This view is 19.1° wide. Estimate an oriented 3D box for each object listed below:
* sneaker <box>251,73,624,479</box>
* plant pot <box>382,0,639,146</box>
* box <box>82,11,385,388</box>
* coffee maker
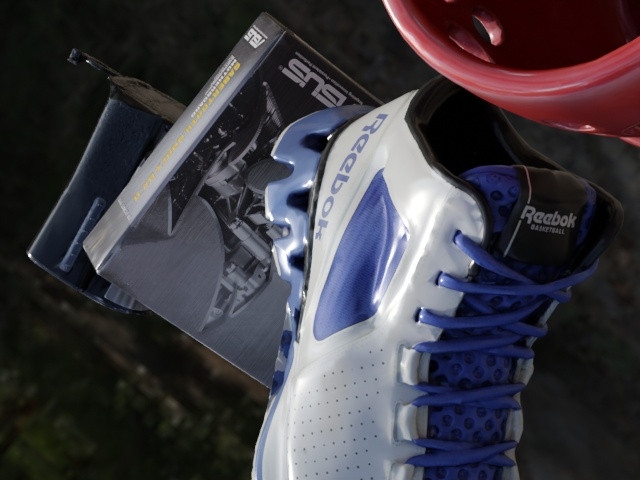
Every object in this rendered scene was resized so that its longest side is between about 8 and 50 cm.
[{"bbox_3d":[0.060,0.047,0.955,0.127,0.315,0.182,8,157,-31],"label":"sneaker"},{"bbox_3d":[0.141,-0.135,0.823,0.191,0.191,0.174,33,-170,34],"label":"plant pot"},{"bbox_3d":[0.000,0.000,1.167,0.231,0.183,0.056,37,-175,-25],"label":"box"},{"bbox_3d":[-0.180,-0.047,1.697,0.171,0.178,0.120,39,-166,35],"label":"coffee maker"}]
